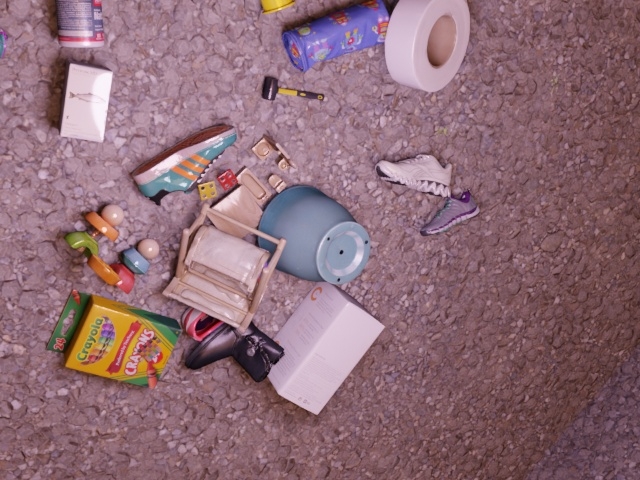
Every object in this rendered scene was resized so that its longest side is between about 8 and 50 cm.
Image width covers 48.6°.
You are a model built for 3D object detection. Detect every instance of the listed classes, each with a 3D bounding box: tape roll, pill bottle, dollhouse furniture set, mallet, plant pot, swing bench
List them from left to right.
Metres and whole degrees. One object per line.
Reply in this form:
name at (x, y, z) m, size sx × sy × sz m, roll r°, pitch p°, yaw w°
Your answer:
pill bottle at (-0.574, -0.555, 1.685) m, size 0.108 × 0.108 × 0.180 m, roll -6°, pitch 111°, yaw -21°
swing bench at (-0.265, 0.078, 1.952) m, size 0.253 × 0.165 × 0.254 m, roll 26°, pitch 126°, yaw 1°
dollhouse furniture set at (-0.149, -0.185, 1.994) m, size 0.151 × 0.123 × 0.144 m, roll -44°, pitch 119°, yaw -3°
mallet at (-0.074, -0.424, 1.994) m, size 0.190 × 0.039 × 0.062 m, roll -5°, pitch 108°, yaw -27°
plant pot at (0.000, 0.000, 2.024) m, size 0.272 × 0.255 × 0.271 m, roll -12°, pitch 112°, yaw -32°
tape roll at (0.305, -0.569, 2.000) m, size 0.286 × 0.100 × 0.286 m, roll -28°, pitch 130°, yaw -40°

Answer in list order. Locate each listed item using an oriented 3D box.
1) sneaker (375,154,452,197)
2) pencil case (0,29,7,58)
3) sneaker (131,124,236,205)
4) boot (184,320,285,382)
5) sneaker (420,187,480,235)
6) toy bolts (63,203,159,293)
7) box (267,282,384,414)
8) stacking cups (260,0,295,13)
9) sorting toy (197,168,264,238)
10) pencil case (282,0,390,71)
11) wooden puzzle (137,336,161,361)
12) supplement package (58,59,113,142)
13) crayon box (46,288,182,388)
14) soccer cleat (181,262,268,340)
sneaker at (0.292, -0.215, 2.193) m, size 0.292 × 0.110 × 0.118 m, roll 11°, pitch 96°, yaw -35°
pencil case at (-0.806, -0.476, 1.639) m, size 0.152 × 0.064 × 0.070 m, roll 14°, pitch 119°, yaw -27°
sneaker at (-0.349, -0.204, 1.918) m, size 0.302 × 0.108 × 0.121 m, roll -29°, pitch 118°, yaw -2°
boot at (-0.252, 0.351, 2.111) m, size 0.246 × 0.094 × 0.207 m, roll -43°, pitch 83°, yaw -9°
sneaker at (0.408, -0.091, 2.310) m, size 0.224 × 0.083 × 0.098 m, roll -25°, pitch 96°, yaw -18°
toy bolts at (-0.523, 0.029, 1.883) m, size 0.158 × 0.218 × 0.228 m, roll -47°, pitch 138°, yaw -9°
box at (-0.003, 0.320, 2.191) m, size 0.168 × 0.215 × 0.345 m, roll 36°, pitch 92°, yaw -30°
stacking cups at (-0.159, -0.744, 1.804) m, size 0.096 × 0.096 × 0.316 m, roll -27°, pitch 116°, yaw -12°
sorting toy at (-0.250, -0.085, 2.028) m, size 0.132 × 0.046 × 0.274 m, roll -39°, pitch 124°, yaw -6°
pencil case at (0.049, -0.561, 1.947) m, size 0.306 × 0.119 × 0.133 m, roll -24°, pitch 147°, yaw -14°
wooden puzzle at (-0.483, 0.310, 2.006) m, size 0.083 × 0.006 × 0.049 m, roll -41°, pitch 119°, yaw -5°
supplement package at (-0.584, -0.346, 1.759) m, size 0.105 × 0.105 × 0.179 m, roll 6°, pitch 106°, yaw -24°
crayon box at (-0.581, 0.283, 2.005) m, size 0.319 × 0.081 × 0.202 m, roll 21°, pitch 100°, yaw -28°
soccer cleat at (-0.267, 0.169, 2.077) m, size 0.318 × 0.116 × 0.108 m, roll -42°, pitch 119°, yaw -4°
